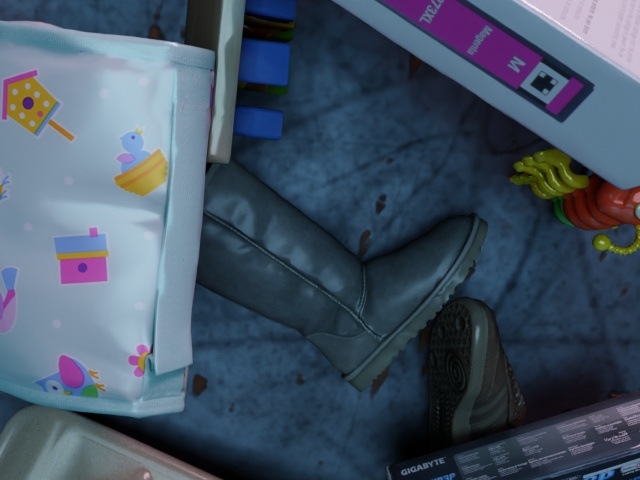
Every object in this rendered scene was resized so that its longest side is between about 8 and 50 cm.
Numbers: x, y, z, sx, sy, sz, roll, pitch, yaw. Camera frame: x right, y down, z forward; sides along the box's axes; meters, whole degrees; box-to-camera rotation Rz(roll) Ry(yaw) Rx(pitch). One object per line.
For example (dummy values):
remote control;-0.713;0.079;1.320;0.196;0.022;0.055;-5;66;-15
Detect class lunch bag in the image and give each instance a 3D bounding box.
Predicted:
lunch bag;-0.175;-0.024;0.451;0.262;0.160;0.223;12;99;29

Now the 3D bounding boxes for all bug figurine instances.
bug figurine;0.267;-0.049;0.483;0.279;0.216;0.072;-14;89;-2

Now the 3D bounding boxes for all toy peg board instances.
toy peg board;-0.046;-0.137;0.486;0.079;0.161;0.161;3;99;-19

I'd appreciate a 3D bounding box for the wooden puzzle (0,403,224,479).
wooden puzzle;-0.145;0.340;0.543;0.348;0.080;0.322;25;75;-2

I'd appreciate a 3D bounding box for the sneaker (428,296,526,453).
sneaker;0.131;0.120;0.567;0.071;0.066;0.188;-10;124;-16

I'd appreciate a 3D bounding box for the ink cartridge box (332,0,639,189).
ink cartridge box;0.115;-0.150;0.388;0.371;0.175;0.069;32;139;1

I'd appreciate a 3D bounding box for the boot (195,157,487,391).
boot;0.001;-0.001;0.555;0.208;0.076;0.189;40;93;-1

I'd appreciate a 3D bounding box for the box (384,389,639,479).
box;0.177;0.221;0.567;0.220;0.051;0.175;-18;126;1
